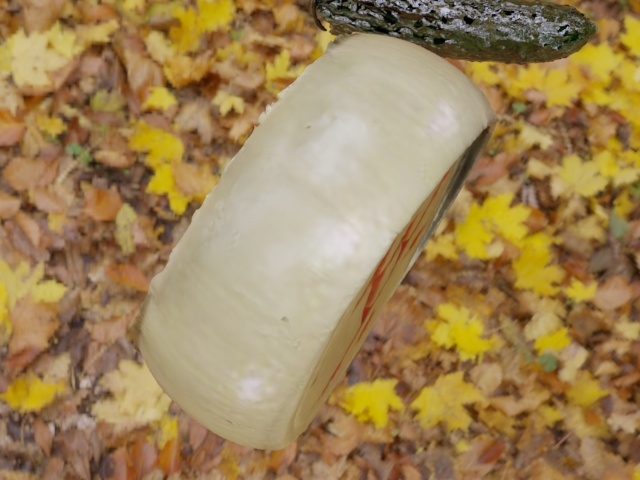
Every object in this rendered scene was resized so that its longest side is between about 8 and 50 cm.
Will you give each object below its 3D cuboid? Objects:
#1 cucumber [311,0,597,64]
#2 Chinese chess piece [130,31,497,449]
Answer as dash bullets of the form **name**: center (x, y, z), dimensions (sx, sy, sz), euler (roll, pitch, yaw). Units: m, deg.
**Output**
- **cucumber**: center (0.110, -0.183, 0.915), dimensions (0.245, 0.067, 0.067), euler (11, 58, -2)
- **Chinese chess piece**: center (0.000, 0.000, 0.629), dimensions (0.103, 0.249, 0.249), euler (34, 58, 8)
